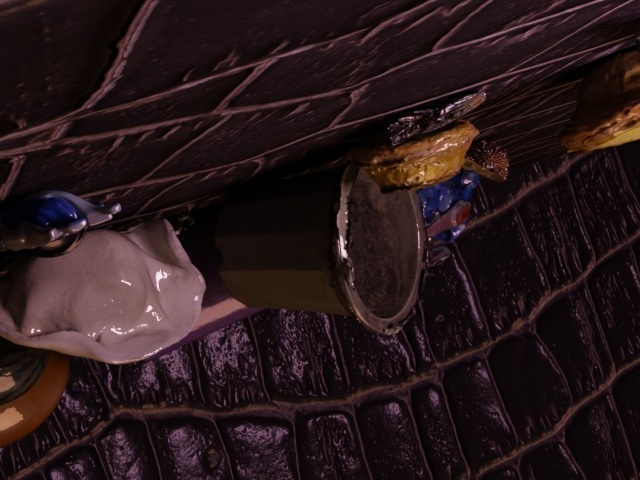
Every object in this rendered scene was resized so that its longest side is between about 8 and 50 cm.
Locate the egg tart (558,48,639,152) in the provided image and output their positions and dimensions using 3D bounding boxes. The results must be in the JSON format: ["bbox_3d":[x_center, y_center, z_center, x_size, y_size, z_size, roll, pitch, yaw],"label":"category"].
[{"bbox_3d":[0.468,-0.209,1.718,0.315,0.120,0.315,-14,176,-1],"label":"egg tart"}]

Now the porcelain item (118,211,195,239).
[{"bbox_3d":[-0.260,0.008,1.975,0.136,0.075,0.021,-17,177,-9],"label":"porcelain item"}]

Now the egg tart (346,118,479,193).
[{"bbox_3d":[0.127,-0.113,1.651,0.191,0.074,0.191,-14,-167,3],"label":"egg tart"}]

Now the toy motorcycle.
[{"bbox_3d":[0.209,-0.061,2.611,0.319,0.182,0.241,-15,150,-47],"label":"toy motorcycle"}]

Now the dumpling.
[{"bbox_3d":[-0.319,0.098,1.761,0.318,0.243,0.187,-29,154,-31],"label":"dumpling"}]

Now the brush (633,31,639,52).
[{"bbox_3d":[0.422,-0.245,1.447,0.070,0.051,0.323,-11,-175,30],"label":"brush"}]

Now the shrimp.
[{"bbox_3d":[0.147,-0.163,1.564,0.161,0.034,0.091,-25,173,-35],"label":"shrimp"}]

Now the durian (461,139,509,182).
[{"bbox_3d":[0.334,-0.164,2.465,0.110,0.071,0.140,22,-178,-17],"label":"durian"}]

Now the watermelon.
[{"bbox_3d":[-0.511,0.151,1.862,0.212,0.212,0.212,-18,178,-1],"label":"watermelon"}]

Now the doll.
[{"bbox_3d":[-0.293,-0.013,1.255,0.195,0.070,0.096,-11,-165,12],"label":"doll"}]

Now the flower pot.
[{"bbox_3d":[0.000,0.000,1.838,0.259,0.290,0.290,-4,-175,31],"label":"flower pot"}]

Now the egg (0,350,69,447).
[{"bbox_3d":[-0.626,0.240,2.202,0.351,0.283,0.282,-18,178,-6],"label":"egg"}]

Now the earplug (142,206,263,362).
[{"bbox_3d":[-0.130,0.027,2.086,0.455,0.215,0.215,-21,178,-3],"label":"earplug"}]
